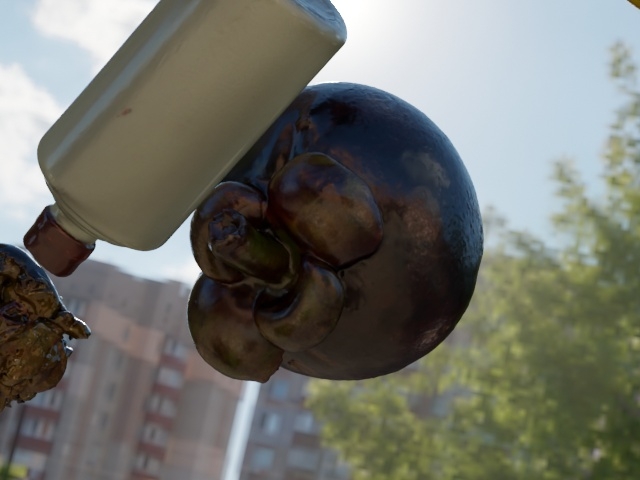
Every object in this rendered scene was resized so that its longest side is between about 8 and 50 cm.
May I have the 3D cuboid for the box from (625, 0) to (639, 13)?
[{"bbox_3d":[0.330,-0.100,1.117,0.269,0.043,0.152,33,15,-17],"label":"box"}]

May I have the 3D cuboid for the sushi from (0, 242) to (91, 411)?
[{"bbox_3d":[-0.410,0.111,2.001,0.200,0.213,0.204,37,-6,-34],"label":"sushi"}]

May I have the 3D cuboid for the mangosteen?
[{"bbox_3d":[0.000,0.000,1.627,0.307,0.306,0.347,2,16,32],"label":"mangosteen"}]

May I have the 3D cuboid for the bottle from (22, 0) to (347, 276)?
[{"bbox_3d":[-0.098,-0.074,1.008,0.104,0.245,0.104,39,18,-15],"label":"bottle"}]
